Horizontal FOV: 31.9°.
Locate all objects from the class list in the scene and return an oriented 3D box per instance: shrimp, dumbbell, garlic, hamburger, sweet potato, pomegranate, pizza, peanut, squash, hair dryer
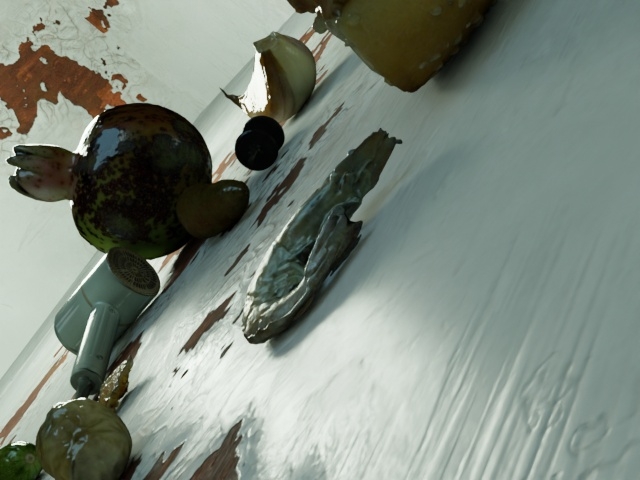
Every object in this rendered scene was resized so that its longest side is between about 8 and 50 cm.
[{"bbox_3d":[0.000,0.000,0.978,0.223,0.047,0.126,-55,18,8],"label":"shrimp"},{"bbox_3d":[-0.094,-0.152,1.736,0.069,0.069,0.147,-45,13,26],"label":"dumbbell"},{"bbox_3d":[-0.074,-0.254,1.890,0.206,0.128,0.115,-44,54,56],"label":"garlic"},{"bbox_3d":[0.077,-0.335,1.162,0.287,0.268,0.445,-49,7,18],"label":"hamburger"},{"bbox_3d":[-0.166,-0.052,1.704,0.108,0.079,0.346,-23,9,-6],"label":"sweet potato"},{"bbox_3d":[-0.355,-0.107,1.882,0.285,0.340,0.285,-172,90,-81],"label":"pomegranate"},{"bbox_3d":[-0.252,0.183,1.410,0.078,0.025,0.083,-55,18,4],"label":"pizza"},{"bbox_3d":[-0.251,0.215,1.178,0.099,0.099,0.214,-54,7,-17],"label":"peanut"},{"bbox_3d":[-0.452,0.334,1.601,0.239,0.069,0.069,-34,20,54],"label":"squash"},{"bbox_3d":[-0.349,0.164,1.703,0.173,0.107,0.357,-49,18,22],"label":"hair dryer"}]
